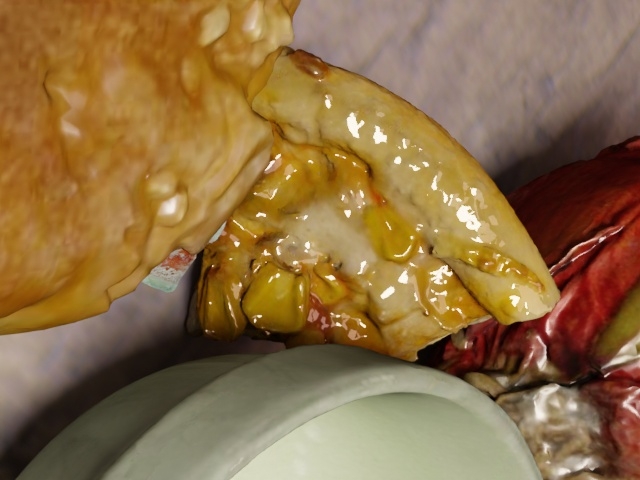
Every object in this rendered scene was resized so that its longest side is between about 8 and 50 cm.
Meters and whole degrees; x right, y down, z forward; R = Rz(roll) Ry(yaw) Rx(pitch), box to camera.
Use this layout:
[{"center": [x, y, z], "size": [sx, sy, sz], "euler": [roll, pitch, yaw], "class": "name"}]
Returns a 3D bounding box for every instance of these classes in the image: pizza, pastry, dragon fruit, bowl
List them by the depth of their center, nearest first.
[{"center": [-0.142, -0.090, 0.394], "size": [0.311, 0.162, 0.255], "euler": [-5, 107, -51], "class": "pastry"}, {"center": [-0.046, 0.185, 0.591], "size": [0.307, 0.163, 0.307], "euler": [-19, 116, -45], "class": "bowl"}, {"center": [0.000, 0.000, 0.627], "size": [0.182, 0.161, 0.062], "euler": [52, 14, -10], "class": "pizza"}, {"center": [0.205, 0.069, 0.768], "size": [0.342, 0.277, 0.277], "euler": [-23, 119, -58], "class": "dragon fruit"}]

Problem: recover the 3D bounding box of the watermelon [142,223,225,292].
[{"center": [-0.068, -0.018, 0.580], "size": [0.085, 0.061, 0.085], "euler": [-32, 130, -49], "class": "watermelon"}]
